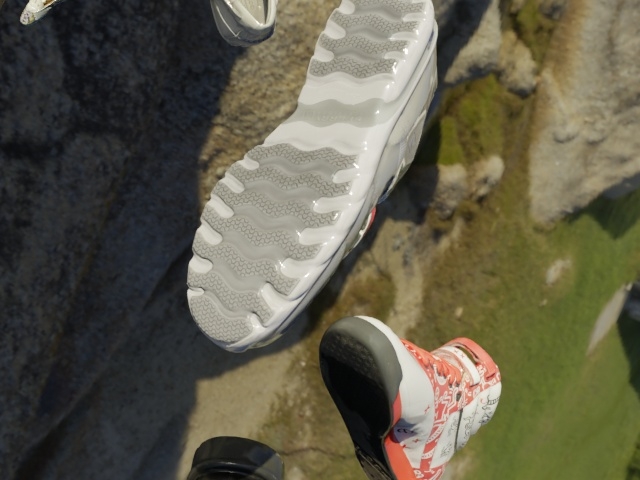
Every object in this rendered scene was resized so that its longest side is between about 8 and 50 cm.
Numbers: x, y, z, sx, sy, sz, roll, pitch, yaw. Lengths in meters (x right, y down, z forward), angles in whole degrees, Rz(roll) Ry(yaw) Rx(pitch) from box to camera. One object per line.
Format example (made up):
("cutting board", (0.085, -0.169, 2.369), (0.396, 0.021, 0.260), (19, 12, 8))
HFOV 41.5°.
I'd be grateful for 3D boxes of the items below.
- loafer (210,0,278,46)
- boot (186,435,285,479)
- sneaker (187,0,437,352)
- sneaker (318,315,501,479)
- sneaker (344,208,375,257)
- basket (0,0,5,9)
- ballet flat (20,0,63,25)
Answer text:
("loafer", (-0.125, -0.421, 1.124), (0.112, 0.111, 0.319), (-23, 100, -20))
("boot", (-0.107, 0.397, 0.847), (0.260, 0.131, 0.347), (-82, 172, -50))
("sneaker", (0.016, -0.039, 0.590), (0.281, 0.105, 0.115), (-58, 146, -13))
("sneaker", (0.089, 0.121, 0.764), (0.145, 0.090, 0.270), (-41, 140, -23))
("sneaker", (0.000, 0.000, 1.295), (0.118, 0.107, 0.279), (-29, 167, -46))
("basket", (-0.559, -0.392, 1.271), (0.204, 0.154, 0.226), (43, 39, -25))
("ballet flat", (-0.506, -0.440, 1.546), (0.114, 0.041, 0.041), (-43, 148, -19))
